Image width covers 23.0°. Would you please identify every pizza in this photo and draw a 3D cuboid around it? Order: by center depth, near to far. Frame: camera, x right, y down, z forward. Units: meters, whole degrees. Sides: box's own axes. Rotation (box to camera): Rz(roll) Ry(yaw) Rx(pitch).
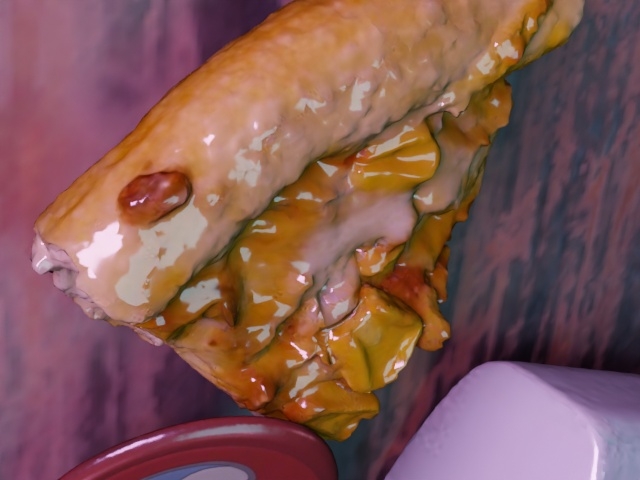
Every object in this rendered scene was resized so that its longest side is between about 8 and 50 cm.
[{"bbox_3d":[0.000,0.000,0.464,0.182,0.062,0.161,-25,138,-36],"label":"pizza"}]

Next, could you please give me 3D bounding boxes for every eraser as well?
[{"bbox_3d":[0.135,0.151,0.678,0.290,0.104,0.189,11,110,-49],"label":"eraser"}]

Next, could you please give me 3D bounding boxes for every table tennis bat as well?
[{"bbox_3d":[-0.037,0.096,0.503,0.098,0.019,0.155,-20,146,-1],"label":"table tennis bat"}]
